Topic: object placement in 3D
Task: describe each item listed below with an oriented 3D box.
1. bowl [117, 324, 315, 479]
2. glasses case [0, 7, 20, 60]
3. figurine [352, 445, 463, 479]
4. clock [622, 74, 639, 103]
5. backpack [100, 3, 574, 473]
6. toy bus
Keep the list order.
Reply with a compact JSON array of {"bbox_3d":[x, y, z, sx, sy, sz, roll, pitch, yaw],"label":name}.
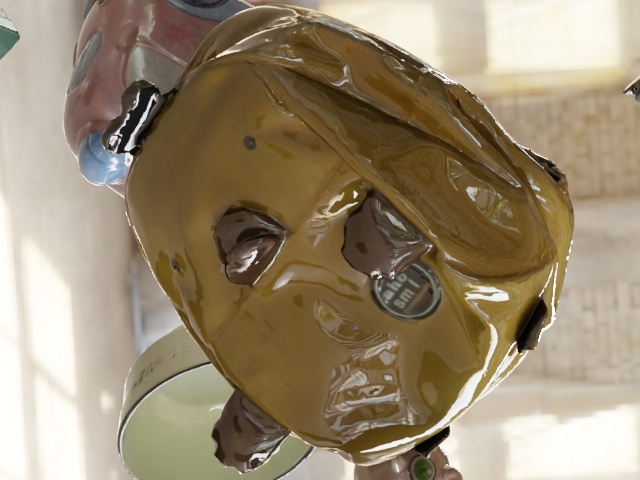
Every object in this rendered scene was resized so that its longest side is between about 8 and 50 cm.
[{"bbox_3d":[-0.121,0.174,1.948,0.238,0.237,0.126,83,-9,-45],"label":"bowl"},{"bbox_3d":[-0.365,-0.149,1.591,0.039,0.184,0.078,56,19,25],"label":"glasses case"},{"bbox_3d":[0.101,0.276,2.030,0.138,0.125,0.125,58,5,-4],"label":"figurine"},{"bbox_3d":[0.477,-0.140,1.876,0.253,0.186,0.083,46,29,-3],"label":"clock"},{"bbox_3d":[0.002,-0.001,1.398,0.353,0.378,0.201,-57,172,33],"label":"backpack"},{"bbox_3d":[-0.125,-0.122,1.683,0.232,0.294,0.197,-63,-172,-32],"label":"toy bus"}]
